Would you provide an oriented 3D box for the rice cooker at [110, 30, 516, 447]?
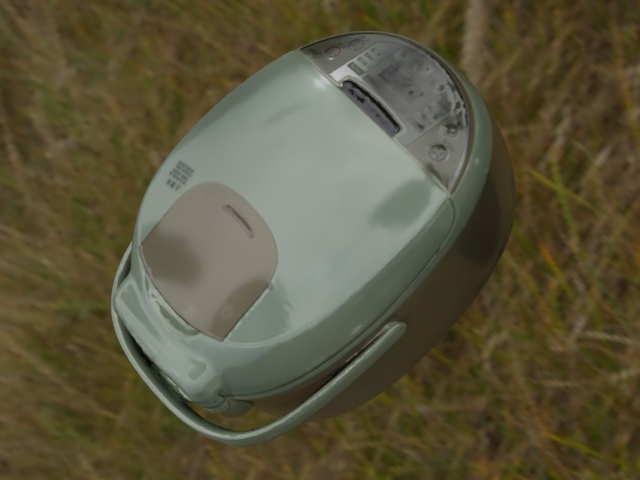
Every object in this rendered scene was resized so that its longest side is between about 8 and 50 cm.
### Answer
[{"bbox_3d":[0.000,0.000,0.939,0.206,0.127,0.145,-48,58,7],"label":"rice cooker"}]
